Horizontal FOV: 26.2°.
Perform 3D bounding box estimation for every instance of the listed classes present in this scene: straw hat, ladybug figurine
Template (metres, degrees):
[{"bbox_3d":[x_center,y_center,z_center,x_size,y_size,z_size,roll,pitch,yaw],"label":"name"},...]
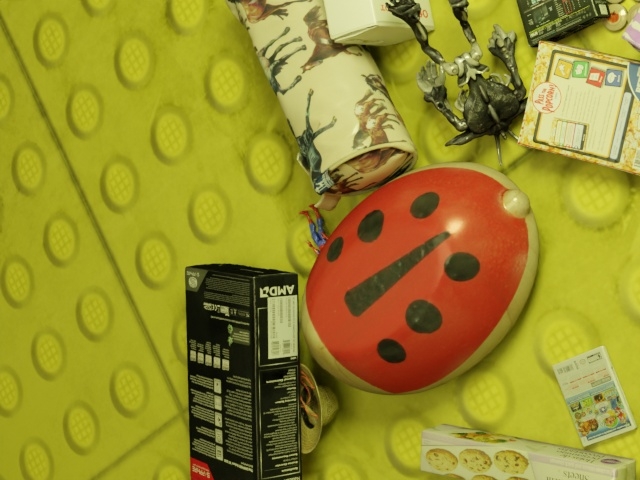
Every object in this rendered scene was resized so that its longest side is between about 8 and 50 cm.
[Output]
[{"bbox_3d":[-0.005,0.265,2.204,0.144,0.061,0.144,12,104,59],"label":"straw hat"},{"bbox_3d":[0.126,0.059,2.019,0.449,0.162,0.305,-44,67,33],"label":"ladybug figurine"}]

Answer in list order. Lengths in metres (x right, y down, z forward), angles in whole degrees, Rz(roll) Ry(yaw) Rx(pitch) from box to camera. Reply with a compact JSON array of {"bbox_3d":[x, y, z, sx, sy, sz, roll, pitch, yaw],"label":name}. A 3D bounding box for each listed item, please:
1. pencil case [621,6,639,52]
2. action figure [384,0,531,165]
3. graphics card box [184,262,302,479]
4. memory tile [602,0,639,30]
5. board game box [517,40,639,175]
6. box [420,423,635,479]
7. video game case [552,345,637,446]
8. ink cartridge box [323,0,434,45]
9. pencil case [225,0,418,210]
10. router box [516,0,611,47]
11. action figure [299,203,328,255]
[{"bbox_3d":[0.470,-0.314,1.739,0.088,0.086,0.206,43,109,33],"label":"pencil case"},{"bbox_3d":[0.209,-0.245,1.941,0.164,0.141,0.276,-26,117,11],"label":"action figure"},{"bbox_3d":[-0.128,0.227,2.250,0.233,0.094,0.371,5,98,56],"label":"graphics card box"},{"bbox_3d":[0.441,-0.334,1.825,0.148,0.012,0.113,6,98,39],"label":"memory tile"},{"bbox_3d":[0.375,-0.178,1.853,0.193,0.045,0.147,18,105,26],"label":"board game box"},{"bbox_3d":[0.291,0.322,1.975,0.324,0.063,0.067,7,100,38],"label":"box"},{"bbox_3d":[0.382,0.218,1.925,0.087,0.011,0.122,-28,77,36],"label":"video game case"},{"bbox_3d":[0.073,-0.403,2.020,0.092,0.158,0.218,-11,88,38],"label":"ink cartridge box"},{"bbox_3d":[-0.014,-0.257,2.092,0.183,0.160,0.410,-32,71,20],"label":"pencil case"},{"bbox_3d":[0.330,-0.328,1.891,0.122,0.038,0.092,-21,82,45],"label":"router box"},{"bbox_3d":[0.000,0.000,2.203,0.038,0.030,0.115,-32,76,31],"label":"action figure"}]
